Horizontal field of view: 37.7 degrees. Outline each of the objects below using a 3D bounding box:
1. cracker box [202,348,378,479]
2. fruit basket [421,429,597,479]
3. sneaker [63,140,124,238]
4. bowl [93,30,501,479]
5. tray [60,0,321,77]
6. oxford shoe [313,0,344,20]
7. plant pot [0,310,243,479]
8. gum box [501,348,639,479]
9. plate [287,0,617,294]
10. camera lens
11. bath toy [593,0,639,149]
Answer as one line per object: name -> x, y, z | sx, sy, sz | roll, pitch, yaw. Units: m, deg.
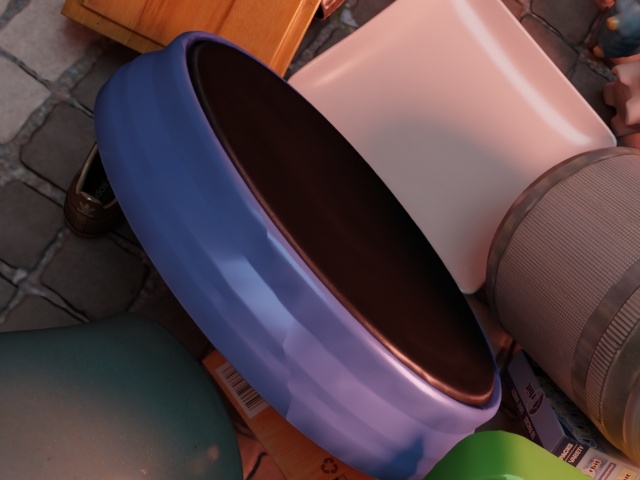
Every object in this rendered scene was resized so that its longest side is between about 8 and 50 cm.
cracker box -> 0.009, 0.115, 0.765 | 0.067, 0.232, 0.155 | -37, 88, 16
fruit basket -> 0.132, 0.297, 0.723 | 0.283, 0.392, 0.392 | 31, 66, -10
sneaker -> -0.165, -0.088, 0.838 | 0.066, 0.071, 0.188 | 27, 68, -11
bowl -> 0.000, 0.000, 0.725 | 0.077, 0.391, 0.391 | -39, 90, 16
tray -> -0.050, -0.343, 0.827 | 0.203, 0.076, 0.410 | 24, 102, -17
oxford shoe -> -0.114, -0.349, 0.908 | 0.364, 0.130, 0.132 | 28, 73, -10
plant pot -> -0.206, 0.179, 0.656 | 0.255, 0.272, 0.271 | -27, 85, -39
gum box -> 0.273, 0.187, 0.878 | 0.184, 0.157, 0.041 | 25, 109, -11
plate -> 0.140, -0.123, 0.975 | 0.277, 0.045, 0.278 | -41, 91, -26
camera lens -> 0.295, 0.059, 0.829 | 0.220, 0.219, 0.274 | -8, 33, -22
bath toy -> 0.399, -0.098, 0.999 | 0.129, 0.151, 0.348 | -9, 79, -1
